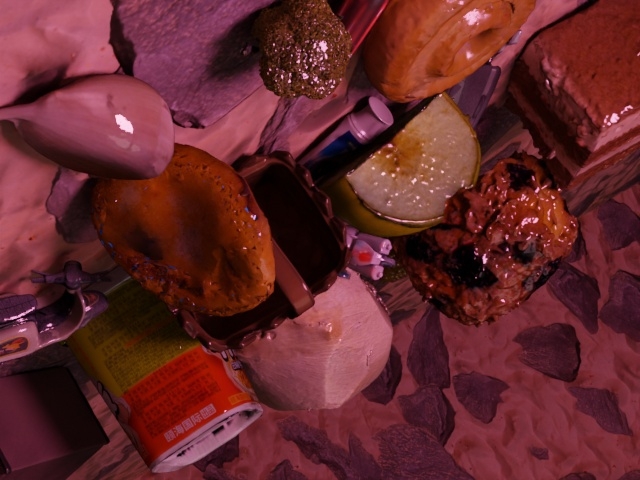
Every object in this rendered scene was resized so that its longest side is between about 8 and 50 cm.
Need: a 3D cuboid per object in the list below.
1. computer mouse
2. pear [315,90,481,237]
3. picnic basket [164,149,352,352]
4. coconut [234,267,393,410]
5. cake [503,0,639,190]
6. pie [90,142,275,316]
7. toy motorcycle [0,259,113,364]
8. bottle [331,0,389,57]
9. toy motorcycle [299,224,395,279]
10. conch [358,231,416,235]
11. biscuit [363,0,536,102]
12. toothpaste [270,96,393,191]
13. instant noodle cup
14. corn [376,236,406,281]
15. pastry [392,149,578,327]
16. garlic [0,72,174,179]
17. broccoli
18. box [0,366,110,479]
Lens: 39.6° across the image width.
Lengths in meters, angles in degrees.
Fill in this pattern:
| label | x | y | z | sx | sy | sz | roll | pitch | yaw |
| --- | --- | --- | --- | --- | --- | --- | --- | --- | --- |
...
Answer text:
| label | x | y | z | sx | sy | sz | roll | pitch | yaw |
| --- | --- | --- | --- | --- | --- | --- | --- | --- | --- |
| computer mouse | 0.245 | -0.231 | 1.621 | 0.167 | 0.090 | 0.379 | -14 | 153 | -52 |
| pear | 0.119 | -0.098 | 1.515 | 0.292 | 0.159 | 0.292 | -36 | -169 | 8 |
| picnic basket | -0.111 | 0.014 | 1.332 | 0.291 | 0.254 | 0.321 | -34 | 177 | -11 |
| coconut | -0.037 | 0.187 | 1.833 | 0.360 | 0.346 | 0.346 | -27 | 165 | -48 |
| cake | 0.527 | -0.291 | 1.701 | 0.282 | 0.256 | 0.290 | -30 | 159 | -6 |
| pie | -0.176 | -0.007 | 1.159 | 0.273 | 0.273 | 0.069 | -46 | -178 | 37 |
| toy motorcycle | -0.424 | 0.106 | 1.299 | 0.263 | 0.091 | 0.157 | -17 | 153 | -38 |
| bottle | 0.044 | -0.288 | 1.122 | 0.060 | 0.060 | 0.164 | -19 | 158 | -41 |
| toy motorcycle | 0.000 | 0.000 | 1.578 | 0.171 | 0.260 | 0.110 | 10 | 99 | -65 |
| conch | 0.140 | -0.074 | 1.776 | 0.181 | 0.124 | 0.187 | -18 | -162 | 11 |
| biscuit | 0.196 | -0.309 | 1.277 | 0.296 | 0.102 | 0.296 | -32 | 162 | -12 |
| toothpaste | 0.008 | -0.141 | 1.497 | 0.266 | 0.061 | 0.096 | -36 | 168 | 31 |
| instant noodle cup | -0.264 | 0.216 | 1.530 | 0.294 | 0.308 | 0.294 | -31 | 164 | -10 |
| corn | 0.267 | -0.009 | 2.237 | 0.344 | 0.131 | 0.131 | -28 | 163 | -25 |
| pastry | 0.344 | 0.006 | 1.903 | 0.405 | 0.337 | 0.292 | -16 | -179 | 34 |
| garlic | -0.254 | -0.128 | 0.976 | 0.148 | 0.128 | 0.266 | -47 | 152 | 6 |
| broccoli | -0.025 | -0.230 | 1.066 | 0.131 | 0.130 | 0.120 | -59 | -149 | -8 |
| box | -0.550 | 0.354 | 1.606 | 0.153 | 0.188 | 0.252 | -40 | 165 | 20 |
